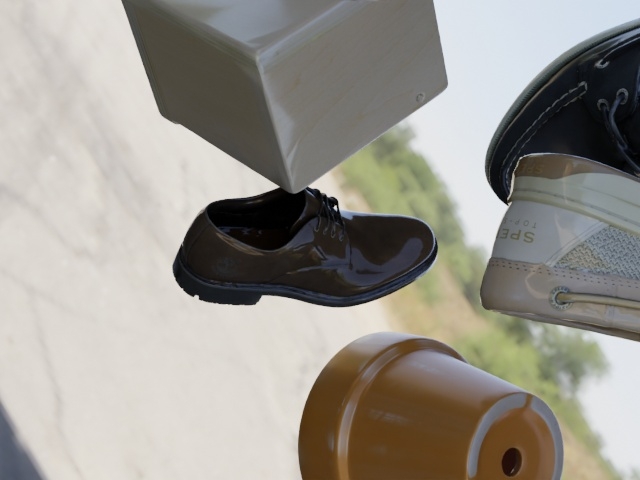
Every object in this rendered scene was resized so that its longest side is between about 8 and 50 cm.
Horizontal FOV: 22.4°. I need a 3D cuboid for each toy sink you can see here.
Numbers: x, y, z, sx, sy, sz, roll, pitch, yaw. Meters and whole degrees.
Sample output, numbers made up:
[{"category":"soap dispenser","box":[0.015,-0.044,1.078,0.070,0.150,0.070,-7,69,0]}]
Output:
[{"category":"toy sink","box":[-0.045,-0.156,1.179,0.234,0.153,0.131,32,-32,41]}]

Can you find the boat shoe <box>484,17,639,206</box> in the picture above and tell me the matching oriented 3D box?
[{"category":"boat shoe","box":[0.282,-0.111,1.317,0.127,0.340,0.113,56,20,-22]}]

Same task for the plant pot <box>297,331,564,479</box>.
[{"category":"plant pot","box":[0.116,0.195,1.512,0.188,0.205,0.205,5,-46,51]}]

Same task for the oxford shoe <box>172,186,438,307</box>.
[{"category":"oxford shoe","box":[0.000,0.000,1.322,0.096,0.227,0.082,112,-35,-44]}]

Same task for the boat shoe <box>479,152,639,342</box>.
[{"category":"boat shoe","box":[0.230,0.050,0.869,0.302,0.098,0.109,22,-9,-10]}]
